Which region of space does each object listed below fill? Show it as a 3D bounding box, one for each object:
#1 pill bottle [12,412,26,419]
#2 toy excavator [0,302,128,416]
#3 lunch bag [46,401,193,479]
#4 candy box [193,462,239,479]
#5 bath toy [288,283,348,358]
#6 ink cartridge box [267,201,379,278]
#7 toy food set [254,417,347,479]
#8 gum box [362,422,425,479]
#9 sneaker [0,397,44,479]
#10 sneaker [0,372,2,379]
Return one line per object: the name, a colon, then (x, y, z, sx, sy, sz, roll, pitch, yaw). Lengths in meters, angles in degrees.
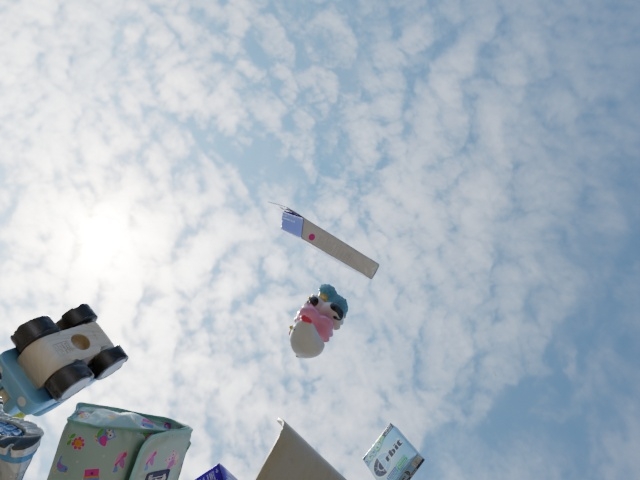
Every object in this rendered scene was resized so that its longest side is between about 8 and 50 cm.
pill bottle: (-1.051, 0.587, 1.382, 0.119, 0.209, 0.119, 7, -56, 10)
toy excavator: (-0.844, 0.433, 1.188, 0.445, 0.433, 0.222, -45, -98, 14)
lunch bag: (-0.430, 0.493, 0.916, 0.262, 0.160, 0.224, 18, -101, -18)
candy box: (-0.327, 0.766, 1.094, 0.317, 0.268, 0.122, -30, -142, -9)
bath toy: (-0.016, 0.255, 1.395, 0.151, 0.348, 0.129, -3, -77, 18)
ink cartridge box: (0.000, 0.000, 1.327, 0.069, 0.370, 0.175, -59, -153, -5)
toy food set: (-0.081, 0.549, 0.844, 0.220, 0.306, 0.092, 48, -48, -11)
gum box: (0.233, 0.711, 1.380, 0.041, 0.184, 0.157, 41, -95, -18)
sneaker: (-0.423, 0.249, 0.523, 0.190, 0.071, 0.083, 13, -90, 31)
sneaker: (-0.592, 0.292, 0.725, 0.106, 0.281, 0.163, 37, -108, -2)
